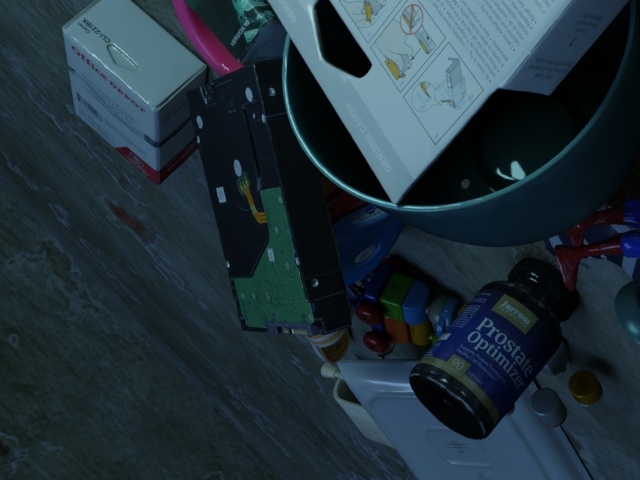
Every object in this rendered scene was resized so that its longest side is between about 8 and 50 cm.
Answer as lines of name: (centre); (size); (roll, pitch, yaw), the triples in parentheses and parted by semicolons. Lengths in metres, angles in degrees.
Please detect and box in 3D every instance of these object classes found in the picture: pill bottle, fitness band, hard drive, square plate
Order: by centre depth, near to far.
pill bottle: (0.220, 0.129, 1.432); (0.123, 0.219, 0.123); (36, 159, 17)
fitness band: (-0.090, -0.277, 1.454); (0.209, 0.054, 0.291); (49, 158, -13)
hard drive: (-0.069, -0.049, 1.484); (0.237, 0.064, 0.339); (-6, 97, 64)
square plate: (0.233, 0.318, 1.872); (0.347, 0.049, 0.344); (-4, 132, 39)

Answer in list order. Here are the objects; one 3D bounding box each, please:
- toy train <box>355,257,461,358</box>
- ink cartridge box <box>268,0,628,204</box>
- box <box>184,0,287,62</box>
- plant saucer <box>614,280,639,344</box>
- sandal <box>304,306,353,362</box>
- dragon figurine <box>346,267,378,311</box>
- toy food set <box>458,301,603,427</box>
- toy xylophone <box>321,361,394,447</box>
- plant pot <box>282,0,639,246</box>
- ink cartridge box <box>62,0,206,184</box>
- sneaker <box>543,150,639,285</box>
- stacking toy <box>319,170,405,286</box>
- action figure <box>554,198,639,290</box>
toy train: (0.148, 0.141, 1.780); (0.143, 0.105, 0.248); (19, 152, 22)
ink cartridge box: (0.083, -0.219, 0.891); (0.261, 0.066, 0.296); (-52, 54, 34)
box: (-0.095, -0.304, 1.115); (0.322, 0.232, 0.058); (48, 121, 15)
plant saucer: (0.370, 0.076, 1.216); (0.119, 0.119, 0.021); (35, 137, 23)
sandal: (0.021, 0.147, 2.023); (0.076, 0.102, 0.265); (28, 163, 33)
dragon figurine: (0.000, 0.000, 1.774); (0.144, 0.085, 0.289); (18, 152, 45)
toy food set: (0.282, 0.188, 1.600); (0.232, 0.111, 0.104); (27, 166, 34)
toy xylophone: (0.137, 0.299, 2.071); (0.322, 0.081, 0.236); (17, 149, 41)
plant pot: (0.149, -0.125, 1.000); (0.293, 0.293, 0.235); (30, 177, 32)
ink cartridge box: (-0.288, -0.235, 1.810); (0.197, 0.114, 0.273); (41, 160, 9)
sneaker: (0.336, 0.019, 1.183); (0.282, 0.099, 0.153); (48, 160, -8)
stacking toy: (-0.023, -0.092, 1.596); (0.302, 0.175, 0.166); (53, 148, 21)
action figure: (0.366, 0.014, 1.024); (0.280, 0.091, 0.139); (-13, 124, 29)
